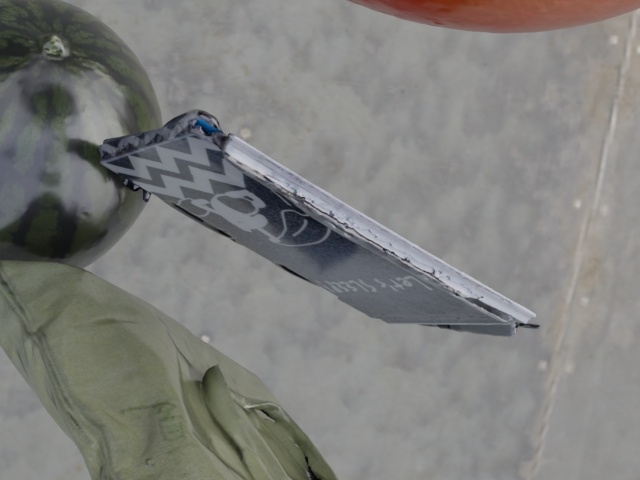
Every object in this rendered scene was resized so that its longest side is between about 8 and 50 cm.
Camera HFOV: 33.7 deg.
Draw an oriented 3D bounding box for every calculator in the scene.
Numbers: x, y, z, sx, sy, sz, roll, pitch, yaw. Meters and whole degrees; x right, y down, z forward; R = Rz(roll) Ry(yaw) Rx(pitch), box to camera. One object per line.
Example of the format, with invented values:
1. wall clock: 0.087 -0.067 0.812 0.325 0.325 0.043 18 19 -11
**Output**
1. calculator: 0.000 -0.001 0.671 0.274 0.166 0.028 30 73 -30

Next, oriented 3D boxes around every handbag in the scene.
1. handbag: -0.070 0.152 0.706 0.109 0.253 0.316 -44 139 1

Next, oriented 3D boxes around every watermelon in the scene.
1. watermelon: -0.214 -0.070 0.747 0.212 0.212 0.212 -8 105 -34

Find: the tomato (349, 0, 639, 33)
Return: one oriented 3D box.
1. tomato: 0.072 -0.248 0.368 0.322 0.322 0.321 -8 105 -34
